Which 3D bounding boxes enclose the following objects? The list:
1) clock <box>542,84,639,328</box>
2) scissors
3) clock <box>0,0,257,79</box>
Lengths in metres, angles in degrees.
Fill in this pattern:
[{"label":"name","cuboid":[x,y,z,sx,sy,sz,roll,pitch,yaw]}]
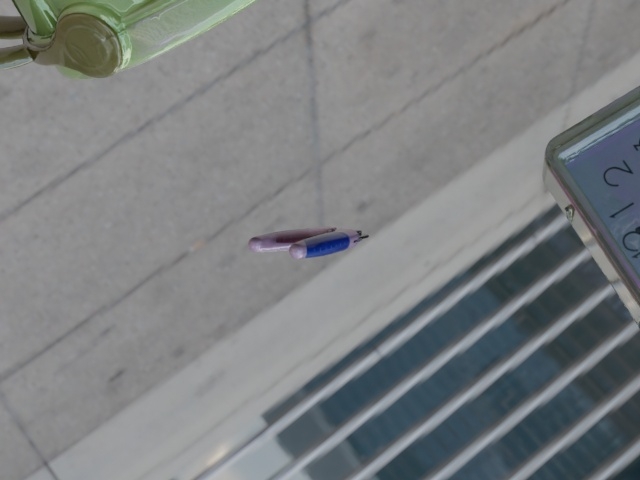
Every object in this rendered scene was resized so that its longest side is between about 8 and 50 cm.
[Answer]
[{"label":"clock","cuboid":[0.265,-0.017,0.963,0.147,0.192,0.071,-31,164,2]},{"label":"scissors","cuboid":[0.000,0.000,0.821,0.113,0.039,0.012,-9,105,-60]},{"label":"clock","cuboid":[-0.107,-0.153,0.742,0.232,0.170,0.069,-28,117,8]}]
